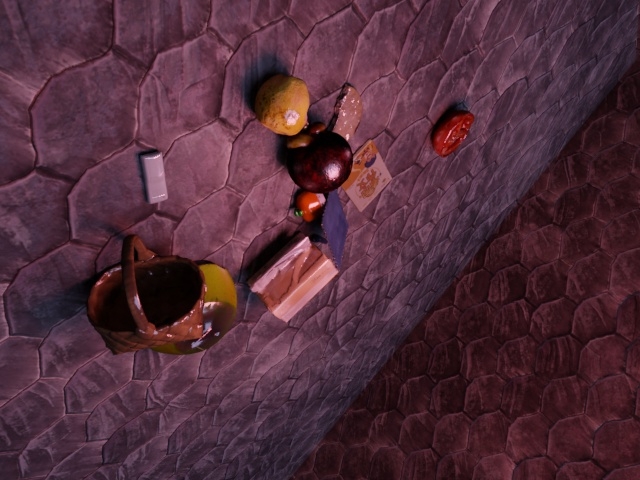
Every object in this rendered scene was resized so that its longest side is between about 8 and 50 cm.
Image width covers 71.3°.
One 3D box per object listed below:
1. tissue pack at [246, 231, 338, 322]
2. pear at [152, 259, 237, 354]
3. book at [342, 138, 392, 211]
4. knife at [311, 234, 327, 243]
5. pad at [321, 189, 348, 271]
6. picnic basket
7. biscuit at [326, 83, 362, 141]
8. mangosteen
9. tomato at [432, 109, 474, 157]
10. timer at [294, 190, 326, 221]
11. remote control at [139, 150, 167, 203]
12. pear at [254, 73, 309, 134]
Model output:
[{"bbox_3d":[-0.122,0.123,1.739,0.305,0.238,0.238,-43,145,-3],"label":"tissue pack"},{"bbox_3d":[-0.452,0.274,1.577,0.399,0.165,0.399,-28,141,-25],"label":"pear"},{"bbox_3d":[0.184,-0.261,1.850,0.208,0.020,0.295,-47,145,-1],"label":"book"},{"bbox_3d":[0.000,0.000,1.905,0.121,0.018,0.031,19,76,-54],"label":"knife"},{"bbox_3d":[0.060,-0.059,1.738,0.270,0.012,0.269,-74,154,-44],"label":"pad"},{"bbox_3d":[-0.500,0.133,1.264,0.337,0.293,0.337,-11,139,-10],"label":"picnic basket"},{"bbox_3d":[0.086,-0.418,1.581,0.133,0.032,0.250,-3,126,-44],"label":"biscuit"},{"bbox_3d":[-0.012,-0.284,1.469,0.228,0.228,0.265,-35,114,-16],"label":"mangosteen"},{"bbox_3d":[0.573,-0.481,1.977,0.228,0.101,0.228,-36,151,-23],"label":"tomato"},{"bbox_3d":[-0.045,-0.127,1.670,0.136,0.099,0.136,-21,125,-33],"label":"timer"},{"bbox_3d":[-0.463,-0.173,1.248,0.061,0.029,0.162,-22,138,-29],"label":"remote control"},{"bbox_3d":[-0.103,-0.395,1.293,0.178,0.178,0.178,-28,141,-25],"label":"pear"}]
